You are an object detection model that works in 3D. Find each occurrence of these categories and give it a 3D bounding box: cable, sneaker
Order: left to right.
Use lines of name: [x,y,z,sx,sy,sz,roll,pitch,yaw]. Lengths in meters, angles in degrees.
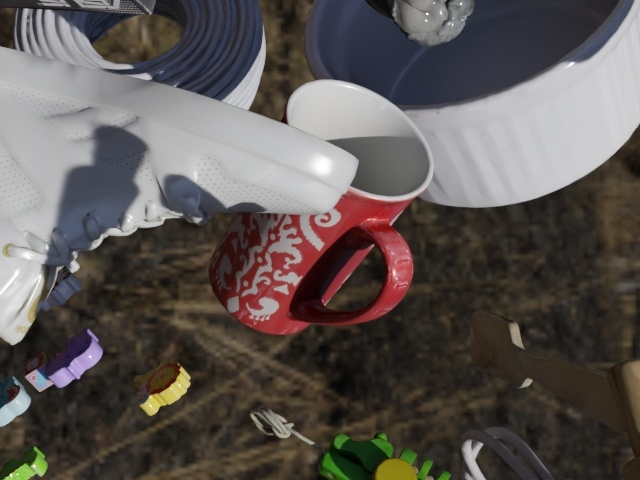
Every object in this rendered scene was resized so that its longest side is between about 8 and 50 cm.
sneaker: [-0.134,-0.013,0.796,0.108,0.293,0.169,57,46,-80]
cable: [-0.183,-0.197,1.332,0.089,0.257,0.257,91,3,-62]

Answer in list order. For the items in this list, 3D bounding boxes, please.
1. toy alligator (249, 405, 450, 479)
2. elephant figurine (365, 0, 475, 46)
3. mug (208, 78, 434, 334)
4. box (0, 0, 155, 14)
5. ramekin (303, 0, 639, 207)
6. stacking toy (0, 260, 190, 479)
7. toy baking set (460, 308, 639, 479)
toy alligator: [0.043,0.151,0.859,0.051,0.190,0.056,-47,167,-31]
elephant figurine: [0.009,-0.237,0.802,0.186,0.239,0.169,-51,-162,38]
mug: [-0.009,-0.005,0.946,0.169,0.113,0.150,-55,-156,40]
box: [-0.284,-0.249,1.008,0.216,0.270,0.060,42,59,-62]
ramekin: [0.138,-0.156,1.084,0.135,0.277,0.277,60,28,-43]
stacking toy: [-0.252,0.128,1.184,0.167,0.221,0.052,52,10,-32]
toy baking set: [0.116,0.137,0.589,0.197,0.030,0.256,131,-53,-63]
